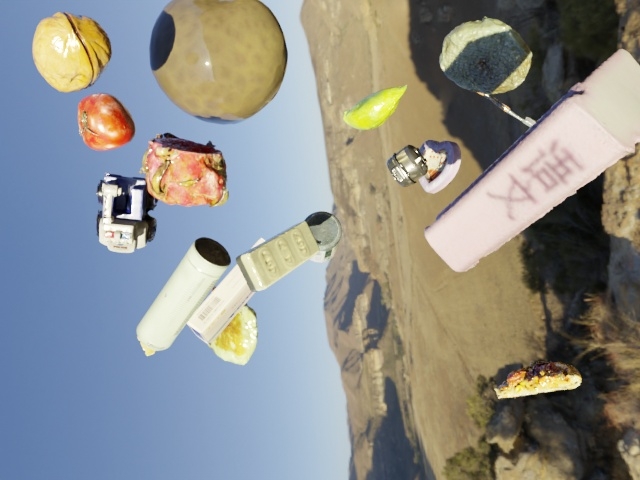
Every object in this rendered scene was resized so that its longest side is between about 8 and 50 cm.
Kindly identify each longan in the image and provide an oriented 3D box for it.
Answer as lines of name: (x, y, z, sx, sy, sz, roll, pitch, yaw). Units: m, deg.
longan: (-0.298, -0.530, 1.362, 0.336, 0.404, 0.405, -68, -27, -64)

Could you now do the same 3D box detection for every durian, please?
durian: (0.186, -0.465, 1.624, 0.101, 0.250, 0.139, 36, -125, -31)

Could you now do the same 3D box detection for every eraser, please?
eraser: (0.364, -0.121, 0.790, 0.122, 0.272, 0.359, 46, 144, 6)

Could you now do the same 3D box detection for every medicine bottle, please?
medicine bottle: (0.000, 0.000, 1.687, 0.293, 0.141, 0.141, 94, 171, -76)

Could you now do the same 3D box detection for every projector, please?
projector: (-0.360, 0.145, 1.208, 0.337, 0.108, 0.108, -50, 18, 24)

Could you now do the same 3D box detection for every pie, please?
pie: (-0.335, 0.318, 1.702, 0.105, 0.274, 0.257, 3, -60, -56)

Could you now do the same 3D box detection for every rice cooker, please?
rice cooker: (0.265, -0.227, 1.399, 0.112, 0.106, 0.165, 53, -163, -5)

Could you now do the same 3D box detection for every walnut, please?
walnut: (-0.508, -0.390, 0.953, 0.180, 0.144, 0.144, -25, 67, 55)

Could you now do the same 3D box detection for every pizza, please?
pizza: (0.517, 0.331, 1.120, 0.201, 0.193, 0.053, 126, 126, -79)

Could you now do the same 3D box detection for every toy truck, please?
toy truck: (-0.532, -0.068, 1.251, 0.177, 0.161, 0.213, -121, 39, -66)

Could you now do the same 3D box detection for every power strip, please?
power strip: (-0.106, 0.036, 1.264, 0.256, 0.070, 0.105, -34, -78, -45)

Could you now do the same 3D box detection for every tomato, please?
tomato: (-0.645, -0.360, 1.403, 0.187, 0.151, 0.187, 13, 106, 53)

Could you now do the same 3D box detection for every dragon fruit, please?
dragon fruit: (-0.346, -0.189, 1.153, 0.211, 0.282, 0.147, -37, -34, -51)

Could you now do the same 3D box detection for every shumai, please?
shumai: (0.615, -0.700, 1.636, 0.263, 0.309, 0.304, -56, -1, -25)

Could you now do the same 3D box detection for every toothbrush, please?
toothbrush: (0.756, -0.561, 1.925, 0.031, 0.321, 0.023, -58, -2, -18)

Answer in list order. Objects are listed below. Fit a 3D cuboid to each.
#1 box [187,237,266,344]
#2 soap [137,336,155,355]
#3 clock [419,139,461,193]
box: (-0.276, 0.168, 1.489, 0.343, 0.065, 0.200, -51, -10, -21)
soap: (-0.603, 0.315, 1.708, 0.037, 0.252, 0.092, -8, -128, -51)
clock: (0.388, -0.239, 1.514, 0.198, 0.064, 0.172, -150, 67, -65)
